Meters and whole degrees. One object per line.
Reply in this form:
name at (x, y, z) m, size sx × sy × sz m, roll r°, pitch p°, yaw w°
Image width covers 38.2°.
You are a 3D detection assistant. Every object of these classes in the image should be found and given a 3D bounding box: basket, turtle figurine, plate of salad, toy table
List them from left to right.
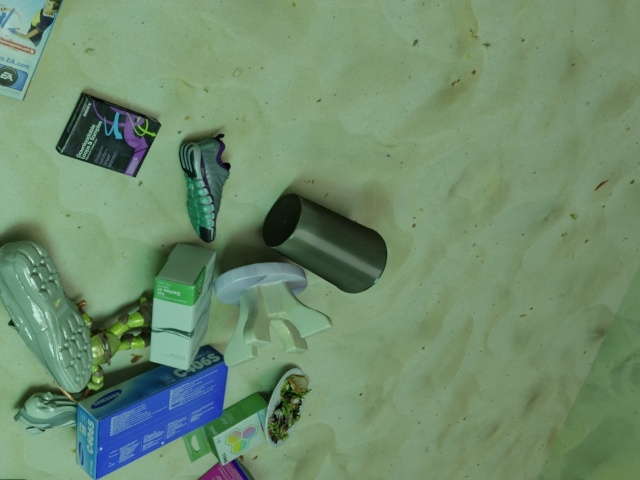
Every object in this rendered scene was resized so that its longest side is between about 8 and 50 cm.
turtle figurine at (-0.435, 0.193, 1.848) m, size 0.217 × 0.087 × 0.269 m, roll -24°, pitch 122°, yaw -30°
toy table at (-0.105, 0.153, 1.956) m, size 0.252 × 0.160 × 0.274 m, roll -27°, pitch 159°, yaw 30°
plate of salad at (-0.075, 0.410, 2.254) m, size 0.200 × 0.048 × 0.199 m, roll -42°, pitch 138°, yaw -52°
basket at (0.000, 0.000, 1.999) m, size 0.227 × 0.204 × 0.154 m, roll 28°, pitch 92°, yaw -34°

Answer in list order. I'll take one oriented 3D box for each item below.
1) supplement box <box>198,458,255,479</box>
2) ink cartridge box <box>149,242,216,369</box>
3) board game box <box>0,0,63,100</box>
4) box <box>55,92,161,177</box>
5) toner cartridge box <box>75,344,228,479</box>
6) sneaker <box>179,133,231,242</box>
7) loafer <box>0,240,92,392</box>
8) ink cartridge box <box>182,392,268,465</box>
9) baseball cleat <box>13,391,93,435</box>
supplement box at (-0.261, 0.654, 2.286) m, size 0.220 × 0.114 × 0.111 m, roll -39°, pitch 136°, yaw -7°
ink cartridge box at (-0.280, 0.134, 1.877) m, size 0.087 × 0.153 × 0.208 m, roll 12°, pitch 118°, yaw 5°
board game box at (-0.540, -0.396, 1.368) m, size 0.308 × 0.086 × 0.301 m, roll 14°, pitch 109°, yaw -42°
box at (-0.382, -0.188, 1.673) m, size 0.162 × 0.029 × 0.116 m, roll 17°, pitch 108°, yaw -42°
toner cartridge box at (-0.356, 0.362, 1.983) m, size 0.348 × 0.075 × 0.165 m, roll -20°, pitch 129°, yaw -43°
sneaker at (-0.211, -0.100, 1.830) m, size 0.098 × 0.083 × 0.223 m, roll -25°, pitch 131°, yaw -28°
loafer at (-0.518, 0.144, 1.715) m, size 0.112 × 0.112 × 0.319 m, roll -55°, pitch 135°, yaw -56°
ink cartridge box at (-0.218, 0.467, 2.224) m, size 0.209 × 0.062 × 0.109 m, roll -27°, pitch 132°, yaw -20°
baseball cleat at (-0.537, 0.360, 1.916) m, size 0.109 × 0.072 × 0.206 m, roll -40°, pitch 142°, yaw 22°
